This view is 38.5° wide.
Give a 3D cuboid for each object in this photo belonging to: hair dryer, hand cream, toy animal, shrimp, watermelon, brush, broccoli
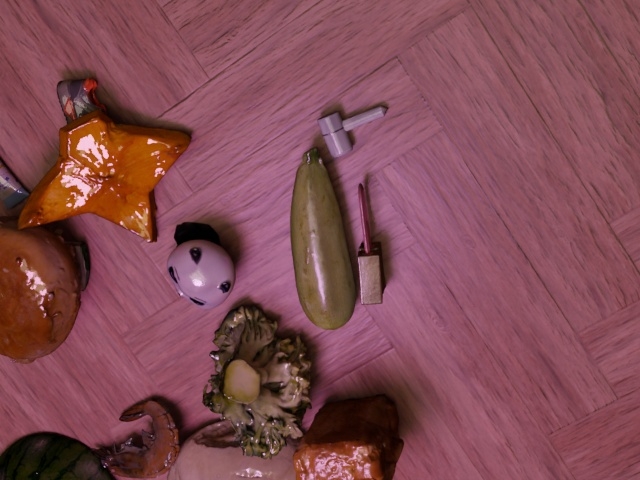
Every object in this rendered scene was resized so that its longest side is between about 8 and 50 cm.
[{"bbox_3d":[0.070,-0.224,1.780,0.137,0.047,0.082,-22,102,7],"label":"hair dryer"},{"bbox_3d":[-0.685,-0.148,1.918,0.065,0.043,0.171,-31,101,16],"label":"hand cream"},{"bbox_3d":[-0.247,0.056,1.845,0.138,0.179,0.166,-44,103,3],"label":"toy animal"},{"bbox_3d":[-0.404,0.436,2.006,0.253,0.058,0.173,-1,82,36],"label":"shrimp"},{"bbox_3d":[-0.621,0.619,2.063,0.330,0.189,0.331,2,112,6],"label":"watermelon"},{"bbox_3d":[0.095,0.001,1.808,0.047,0.103,0.234,-4,104,7],"label":"brush"},{"bbox_3d":[-0.127,0.278,1.839,0.248,0.245,0.288,-44,84,-7],"label":"broccoli"}]

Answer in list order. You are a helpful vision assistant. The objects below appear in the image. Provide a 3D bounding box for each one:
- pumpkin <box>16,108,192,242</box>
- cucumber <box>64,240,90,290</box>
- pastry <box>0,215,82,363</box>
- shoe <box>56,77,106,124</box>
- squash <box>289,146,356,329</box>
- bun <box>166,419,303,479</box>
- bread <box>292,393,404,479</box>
[{"bbox_3d":[-0.429,-0.124,1.816,0.290,0.095,0.258,10,108,-27],"label":"pumpkin"},{"bbox_3d":[-0.515,0.053,1.954,0.067,0.035,0.108,4,109,28],"label":"cucumber"},{"bbox_3d":[-0.614,0.090,1.897,0.284,0.184,0.316,19,119,17],"label":"pastry"},{"bbox_3d":[-0.465,-0.236,1.846,0.077,0.074,0.195,-15,101,8],"label":"shoe"},{"bbox_3d":[-0.006,0.001,1.818,0.118,0.118,0.371,-8,103,11],"label":"squash"},{"bbox_3d":[-0.163,0.563,1.960,0.364,0.202,0.364,3,109,9],"label":"bun"},{"bbox_3d":[0.062,0.423,1.811,0.195,0.344,0.149,-8,95,13],"label":"bread"}]
